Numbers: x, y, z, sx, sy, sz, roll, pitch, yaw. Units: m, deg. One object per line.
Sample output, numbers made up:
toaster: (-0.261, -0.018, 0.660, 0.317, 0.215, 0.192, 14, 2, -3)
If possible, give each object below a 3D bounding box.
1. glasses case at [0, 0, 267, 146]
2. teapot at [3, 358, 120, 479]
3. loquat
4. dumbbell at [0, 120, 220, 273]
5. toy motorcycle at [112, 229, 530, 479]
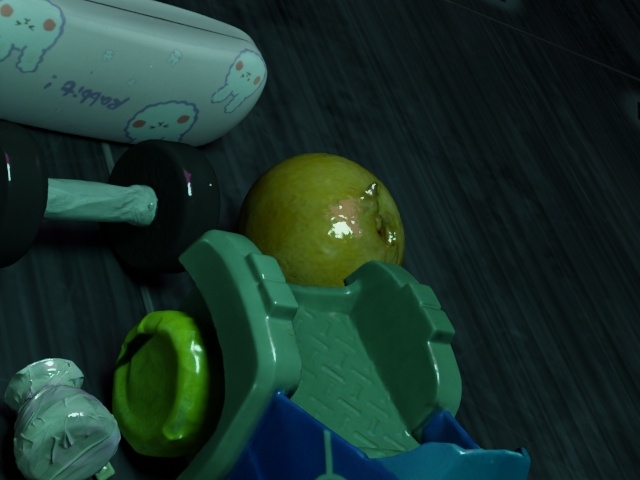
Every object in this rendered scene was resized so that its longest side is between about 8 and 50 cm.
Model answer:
glasses case: (-0.171, -0.137, 1.220, 0.297, 0.113, 0.075, 9, 43, -41)
teapot: (-0.157, 0.114, 0.963, 0.064, 0.064, 0.083, 58, 2, 41)
loquat: (0.000, 0.000, 1.202, 0.141, 0.141, 0.141, 28, 32, -19)
dumbbell: (-0.168, -0.028, 1.091, 0.191, 0.100, 0.100, 3, 45, -45)
toy motorcycle: (0.025, 0.141, 0.976, 0.191, 0.200, 0.326, 11, 37, -40)
